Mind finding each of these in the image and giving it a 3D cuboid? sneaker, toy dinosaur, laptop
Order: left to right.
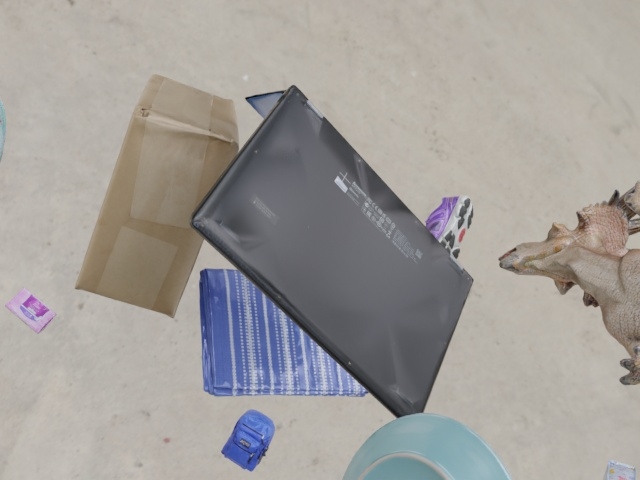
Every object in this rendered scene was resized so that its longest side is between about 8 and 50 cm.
[{"bbox_3d":[0.000,0.000,1.025,0.382,0.236,0.407,45,49,-18],"label":"laptop"},{"bbox_3d":[0.206,-0.006,1.256,0.170,0.071,0.068,-58,134,-27],"label":"sneaker"},{"bbox_3d":[0.284,0.048,0.539,0.296,0.127,0.200,33,17,15],"label":"toy dinosaur"}]

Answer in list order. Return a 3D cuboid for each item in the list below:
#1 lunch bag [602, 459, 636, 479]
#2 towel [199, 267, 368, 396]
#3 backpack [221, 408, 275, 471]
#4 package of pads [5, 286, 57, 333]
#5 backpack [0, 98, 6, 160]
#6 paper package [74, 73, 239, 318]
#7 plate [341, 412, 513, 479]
[{"bbox_3d":[0.462,0.397,1.132,0.053,0.071,0.083,13,19,23],"label":"lunch bag"},{"bbox_3d":[-0.066,0.176,1.362,0.336,0.040,0.243,8,60,-30],"label":"towel"},{"bbox_3d":[-0.161,0.460,1.679,0.098,0.120,0.101,30,3,3],"label":"backpack"},{"bbox_3d":[-0.546,0.132,1.374,0.083,0.032,0.050,41,67,-4],"label":"package of pads"},{"bbox_3d":[-0.278,-0.055,0.413,0.115,0.182,0.151,-96,167,-56],"label":"backpack"},{"bbox_3d":[-0.266,-0.086,1.230,0.168,0.324,0.309,19,20,-15],"label":"paper package"},{"bbox_3d":[0.064,0.217,0.517,0.024,0.188,0.188,18,52,-38],"label":"plate"}]
